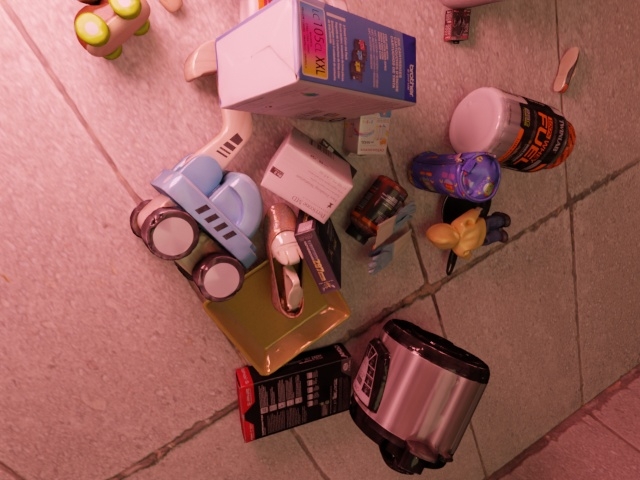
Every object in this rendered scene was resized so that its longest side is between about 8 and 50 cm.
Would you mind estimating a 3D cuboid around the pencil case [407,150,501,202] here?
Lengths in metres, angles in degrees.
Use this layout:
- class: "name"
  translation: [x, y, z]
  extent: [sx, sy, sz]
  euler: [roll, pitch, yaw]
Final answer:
- class: "pencil case"
  translation: [0.353, -0.184, 1.099]
  extent: [0.133, 0.306, 0.119]
  euler: [42, 90, -19]

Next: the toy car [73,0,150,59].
- class: "toy car"
  translation: [-0.430, -0.457, 0.738]
  extent: [0.149, 0.155, 0.188]
  euler: [-43, 111, -3]

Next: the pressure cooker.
- class: "pressure cooker"
  translation: [0.298, 0.510, 1.292]
  extent: [0.370, 0.376, 0.420]
  euler: [21, 94, -51]

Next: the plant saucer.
- class: "plant saucer"
  translation: [-0.118, 0.185, 1.171]
  extent: [0.333, 0.081, 0.332]
  euler: [-34, 120, -7]

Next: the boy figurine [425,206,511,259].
- class: "boy figurine"
  translation: [0.470, -0.016, 1.287]
  extent: [0.285, 0.092, 0.177]
  euler: [-11, 114, -18]

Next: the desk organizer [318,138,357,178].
- class: "desk organizer"
  translation: [0.032, -0.208, 1.091]
  extent: [0.130, 0.050, 0.047]
  euler: [41, 57, -16]

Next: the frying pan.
- class: "frying pan"
  translation: [0.488, -0.056, 1.354]
  extent: [0.197, 0.053, 0.325]
  euler: [-20, 119, -14]

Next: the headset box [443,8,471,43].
- class: "headset box"
  translation: [0.373, -0.584, 1.098]
  extent: [0.062, 0.032, 0.083]
  euler: [-10, 113, -20]

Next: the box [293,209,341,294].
- class: "box"
  translation: [0.000, 0.000, 1.056]
  extent: [0.059, 0.232, 0.183]
  euler: [-17, 116, 12]

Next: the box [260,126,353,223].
- class: "box"
  translation: [-0.030, -0.163, 0.976]
  extent: [0.181, 0.181, 0.119]
  euler: [31, 115, -15]

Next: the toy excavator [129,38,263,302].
- class: "toy excavator"
  translation: [-0.246, -0.155, 0.930]
  extent: [0.445, 0.222, 0.433]
  euler: [-49, 121, -15]

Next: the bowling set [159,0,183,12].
- class: "bowling set"
  translation: [-0.225, -0.595, 0.775]
  extent: [0.154, 0.287, 0.199]
  euler: [54, 41, -38]

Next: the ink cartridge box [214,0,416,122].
- class: "ink cartridge box"
  translation: [0.019, -0.350, 0.853]
  extent: [0.396, 0.270, 0.151]
  euler: [-6, 98, -42]

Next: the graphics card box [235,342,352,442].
- class: "graphics card box"
  translation: [-0.080, 0.488, 1.304]
  extent: [0.371, 0.094, 0.232]
  euler: [-9, 114, -19]

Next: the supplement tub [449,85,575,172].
- class: "supplement tub"
  translation: [0.575, -0.317, 1.195]
  extent: [0.338, 0.207, 0.207]
  euler: [4, 109, -25]

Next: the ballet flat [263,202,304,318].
- class: "ballet flat"
  translation: [-0.079, 0.063, 1.030]
  extent: [0.108, 0.106, 0.315]
  euler: [-14, 115, -19]

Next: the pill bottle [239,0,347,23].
- class: "pill bottle"
  translation: [-0.060, -0.494, 0.894]
  extent: [0.221, 0.121, 0.121]
  euler: [-5, 113, -22]

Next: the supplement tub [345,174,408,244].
- class: "supplement tub"
  translation: [0.156, -0.085, 1.166]
  extent: [0.106, 0.106, 0.197]
  euler: [35, 95, -31]

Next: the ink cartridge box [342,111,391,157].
- class: "ink cartridge box"
  translation: [0.123, -0.289, 1.076]
  extent: [0.092, 0.090, 0.143]
  euler: [-6, 112, -22]

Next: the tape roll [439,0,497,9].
- class: "tape roll"
  translation: [0.403, -0.713, 0.980]
  extent: [0.246, 0.169, 0.246]
  euler: [-9, 114, -21]

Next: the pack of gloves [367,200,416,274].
- class: "pack of gloves"
  translation: [0.204, -0.014, 1.201]
  extent: [0.232, 0.046, 0.194]
  euler: [-32, 138, -42]

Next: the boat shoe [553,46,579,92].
- class: "boat shoe"
  translation: [0.797, -0.545, 1.290]
  extent: [0.043, 0.049, 0.136]
  euler: [0, 113, -27]
